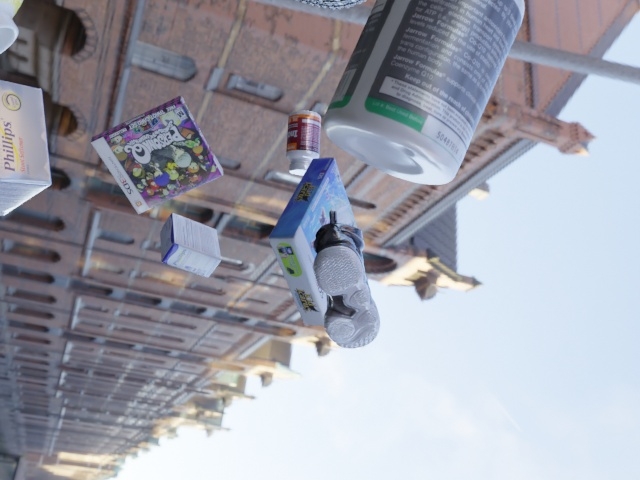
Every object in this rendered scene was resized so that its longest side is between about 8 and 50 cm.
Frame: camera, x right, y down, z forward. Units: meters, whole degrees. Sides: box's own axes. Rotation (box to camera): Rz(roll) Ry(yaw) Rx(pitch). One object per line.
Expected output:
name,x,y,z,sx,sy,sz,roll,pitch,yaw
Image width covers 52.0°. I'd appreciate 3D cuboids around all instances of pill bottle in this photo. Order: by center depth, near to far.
pill bottle,0.162,-0.280,0.933,0.361,0.204,0.204,-66,-163,-5
pill bottle,-0.044,-0.248,1.676,0.086,0.086,0.152,162,-69,-69

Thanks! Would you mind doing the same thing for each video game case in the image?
video game case,0.000,0.000,1.388,0.269,0.061,0.244,-64,146,-43
video game case,-0.378,-0.196,1.534,0.042,0.232,0.210,-109,174,-58

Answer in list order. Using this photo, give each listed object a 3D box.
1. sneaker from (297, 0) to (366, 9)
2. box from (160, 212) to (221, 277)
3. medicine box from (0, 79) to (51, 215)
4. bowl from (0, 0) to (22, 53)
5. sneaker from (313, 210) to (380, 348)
sneaker,-0.055,-0.678,1.573,0.158,0.410,0.182,-33,137,-79
box,-0.337,0.013,1.695,0.072,0.137,0.126,-51,-146,25
medicine box,-0.831,-0.228,1.673,0.289,0.149,0.263,-18,-103,39
bowl,-0.461,-0.297,0.792,0.289,0.156,0.289,-30,-171,5
sneaker,0.049,0.071,1.193,0.153,0.101,0.268,-90,170,-46
